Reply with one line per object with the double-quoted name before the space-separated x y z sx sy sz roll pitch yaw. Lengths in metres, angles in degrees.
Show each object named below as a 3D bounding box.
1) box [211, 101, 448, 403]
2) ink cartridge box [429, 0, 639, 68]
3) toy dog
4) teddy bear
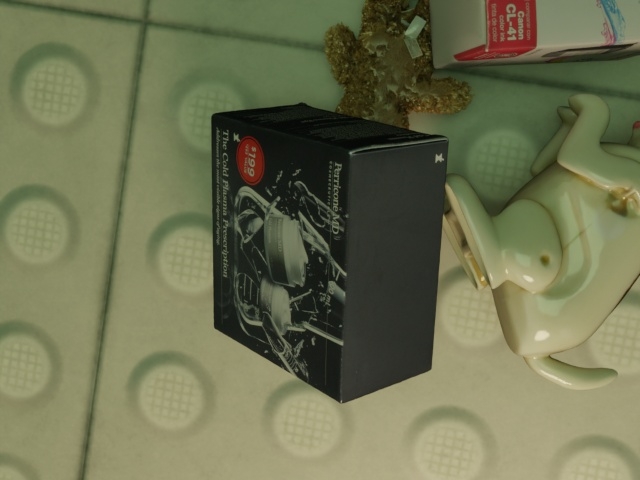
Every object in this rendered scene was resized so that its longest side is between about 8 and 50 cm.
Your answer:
"box" 0.000 0.000 1.239 0.312 0.178 0.344 20 116 47
"ink cartridge box" 0.329 -0.319 1.215 0.306 0.226 0.131 -4 95 -10
"toy dog" 0.413 -0.026 1.235 0.407 0.284 0.396 -26 75 2
"teddy bear" 0.116 -0.273 1.359 0.244 0.113 0.338 1 88 0
